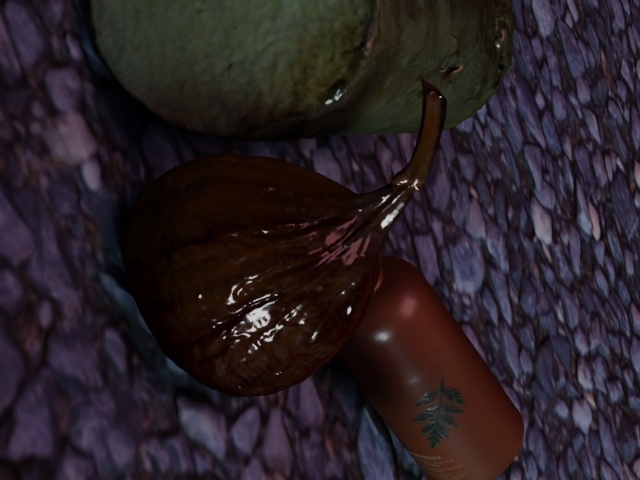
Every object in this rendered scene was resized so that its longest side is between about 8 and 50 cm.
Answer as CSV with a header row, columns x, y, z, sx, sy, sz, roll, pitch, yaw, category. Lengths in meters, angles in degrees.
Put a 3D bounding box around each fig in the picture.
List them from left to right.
x,y,z,sx,sy,sz,roll,pitch,yaw,category
0.000,0.000,0.821,0.146,0.201,0.133,22,47,-63,fig

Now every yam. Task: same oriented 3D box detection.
x,y,z,sx,sy,sz,roll,pitch,yaw,category
0.004,-0.142,0.931,0.304,0.168,0.168,-10,85,-63,yam

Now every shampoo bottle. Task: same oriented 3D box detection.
x,y,z,sx,sy,sz,roll,pitch,yaw,category
0.051,0.069,0.997,0.244,0.085,0.085,51,36,-33,shampoo bottle
